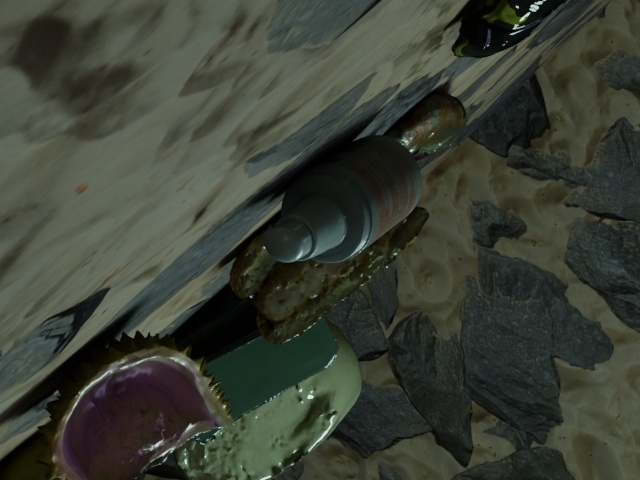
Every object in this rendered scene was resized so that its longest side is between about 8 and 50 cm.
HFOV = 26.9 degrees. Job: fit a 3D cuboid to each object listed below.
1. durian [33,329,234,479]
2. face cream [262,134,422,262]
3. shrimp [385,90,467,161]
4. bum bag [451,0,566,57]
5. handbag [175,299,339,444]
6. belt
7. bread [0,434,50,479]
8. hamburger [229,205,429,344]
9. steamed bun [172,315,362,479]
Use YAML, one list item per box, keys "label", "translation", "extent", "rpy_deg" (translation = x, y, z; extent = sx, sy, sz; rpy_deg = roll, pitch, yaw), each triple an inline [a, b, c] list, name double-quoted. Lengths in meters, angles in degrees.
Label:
- label: "durian"
  translation: [-0.183, 0.160, 1.257]
  extent: [0.182, 0.132, 0.165]
  rpy_deg: [-30, 163, -10]
- label: "face cream"
  translation: [0.015, -0.031, 1.350]
  extent: [0.101, 0.101, 0.252]
  rpy_deg: [-44, 176, 30]
- label: "shrimp"
  translation: [0.130, -0.130, 1.790]
  extent: [0.164, 0.062, 0.317]
  rpy_deg: [-39, 173, 14]
- label: "bum bag"
  translation: [0.188, -0.226, 1.213]
  extent: [0.107, 0.060, 0.232]
  rpy_deg: [-30, 169, -29]
- label: "handbag"
  translation: [-0.107, 0.166, 1.844]
  extent: [0.260, 0.079, 0.247]
  rpy_deg: [-33, 157, -5]
- label: "belt"
  translation: [-0.144, 0.130, 1.894]
  extent: [0.179, 0.065, 0.100]
  rpy_deg: [-43, 167, 18]
- label: "bread"
  translation: [-0.331, 0.265, 1.521]
  extent: [0.188, 0.065, 0.149]
  rpy_deg: [-44, -171, -39]
- label: "hamburger"
  translation: [0.000, 0.000, 1.546]
  extent: [0.262, 0.124, 0.131]
  rpy_deg: [-36, -167, -21]
- label: "steamed bun"
  translation: [-0.113, 0.234, 2.122]
  extent: [0.334, 0.233, 0.312]
  rpy_deg: [-38, -173, -13]
